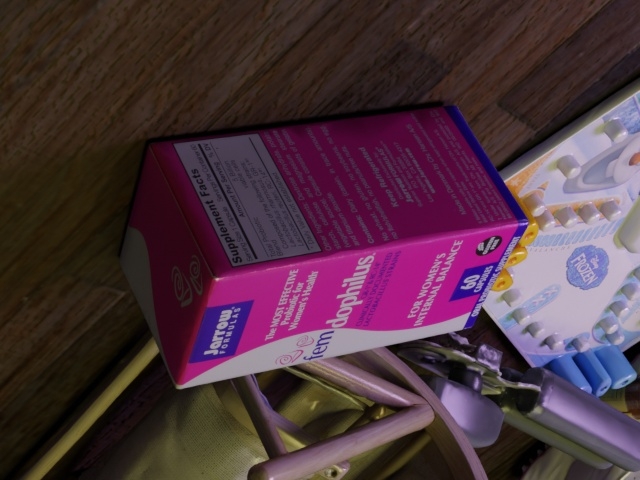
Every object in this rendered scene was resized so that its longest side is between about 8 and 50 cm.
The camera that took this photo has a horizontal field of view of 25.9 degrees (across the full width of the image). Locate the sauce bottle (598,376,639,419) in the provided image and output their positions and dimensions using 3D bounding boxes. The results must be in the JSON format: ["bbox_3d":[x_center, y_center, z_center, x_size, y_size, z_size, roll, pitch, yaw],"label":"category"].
[{"bbox_3d":[0.296,0.150,1.313,0.128,0.042,0.042,-8,166,41],"label":"sauce bottle"}]

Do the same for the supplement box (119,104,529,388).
[{"bbox_3d":[0.000,0.000,0.872,0.220,0.114,0.111,-9,143,-26],"label":"supplement box"}]

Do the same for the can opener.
[{"bbox_3d":[0.171,0.148,1.178,0.280,0.093,0.074,25,164,-35],"label":"can opener"}]

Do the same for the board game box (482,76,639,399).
[{"bbox_3d":[0.315,-0.026,1.138,0.390,0.050,0.390,-34,147,7],"label":"board game box"}]

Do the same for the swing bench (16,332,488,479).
[{"bbox_3d":[-0.059,0.189,1.029,0.255,0.165,0.253,15,127,-47],"label":"swing bench"}]

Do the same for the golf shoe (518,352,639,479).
[{"bbox_3d":[0.330,0.204,1.382,0.115,0.140,0.306,4,133,-40],"label":"golf shoe"}]
